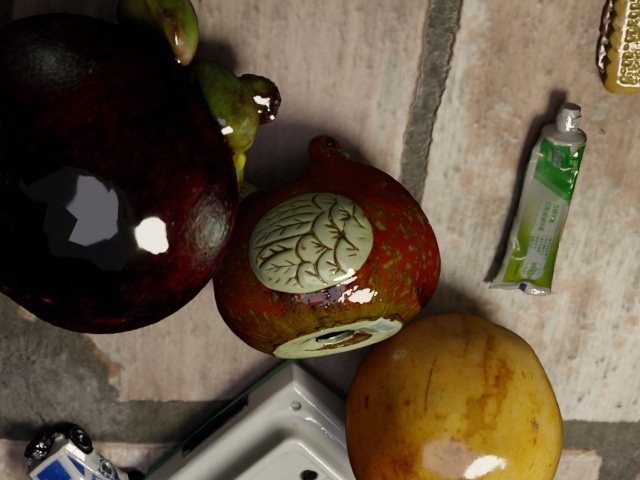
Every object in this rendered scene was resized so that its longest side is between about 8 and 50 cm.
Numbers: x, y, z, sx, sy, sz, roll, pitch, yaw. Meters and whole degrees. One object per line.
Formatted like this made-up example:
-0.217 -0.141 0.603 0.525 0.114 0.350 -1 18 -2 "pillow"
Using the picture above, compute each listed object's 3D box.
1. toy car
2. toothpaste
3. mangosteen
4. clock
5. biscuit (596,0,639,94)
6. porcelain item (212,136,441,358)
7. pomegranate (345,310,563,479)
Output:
-0.292 0.297 1.491 0.080 0.070 0.170 -38 117 16 "toy car"
0.252 -0.041 1.366 0.078 0.047 0.248 6 122 -4 "toothpaste"
-0.211 -0.075 1.155 0.330 0.330 0.330 -2 120 -4 "mangosteen"
-0.050 0.306 1.497 0.262 0.116 0.231 -40 115 15 "clock"
0.424 -0.237 1.276 0.254 0.029 0.172 -2 121 -4 "biscuit"
0.000 0.000 1.294 0.253 0.253 0.253 -2 120 -4 "porcelain item"
0.156 0.204 1.385 0.264 0.264 0.264 -2 120 -4 "pomegranate"
